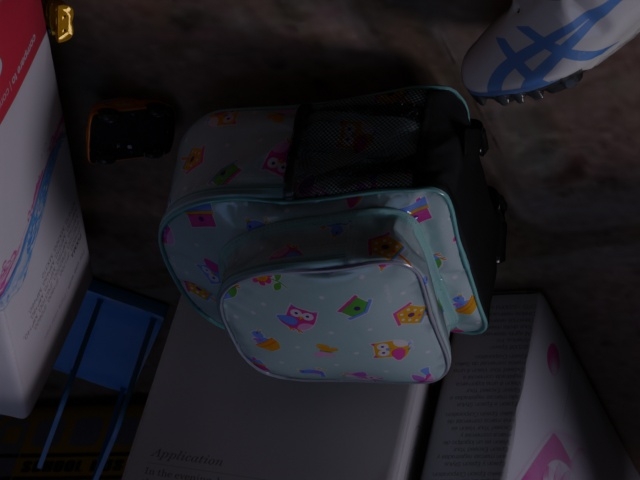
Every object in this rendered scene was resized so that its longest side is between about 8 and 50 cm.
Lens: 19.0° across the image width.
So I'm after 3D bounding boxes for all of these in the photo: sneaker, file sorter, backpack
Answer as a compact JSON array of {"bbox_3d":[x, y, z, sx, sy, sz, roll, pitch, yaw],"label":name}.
[{"bbox_3d":[0.144,-0.139,0.942,0.086,0.085,0.237,52,140,-4],"label":"sneaker"},{"bbox_3d":[-0.212,0.086,1.341,0.170,0.104,0.118,20,143,-6],"label":"file sorter"},{"bbox_3d":[0.000,0.000,1.119,0.188,0.144,0.166,4,148,20],"label":"backpack"}]

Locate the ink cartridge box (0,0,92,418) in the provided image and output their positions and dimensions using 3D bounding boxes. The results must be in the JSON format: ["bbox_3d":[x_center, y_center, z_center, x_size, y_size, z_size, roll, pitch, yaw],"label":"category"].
[{"bbox_3d":[-0.273,-0.046,1.141,0.226,0.131,0.306,10,140,12],"label":"ink cartridge box"}]

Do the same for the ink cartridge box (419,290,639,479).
[{"bbox_3d":[0.144,0.257,1.247,0.071,0.330,0.324,-5,140,26],"label":"ink cartridge box"}]

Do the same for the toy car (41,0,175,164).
[{"bbox_3d":[-0.126,-0.100,1.134,0.040,0.060,0.122,41,150,50],"label":"toy car"}]

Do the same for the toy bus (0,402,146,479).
[{"bbox_3d":[-0.257,0.205,1.493,0.333,0.130,0.108,-5,141,25],"label":"toy bus"}]

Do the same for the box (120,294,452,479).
[{"bbox_3d":[-0.027,0.196,1.213,0.168,0.345,0.215,8,143,12],"label":"box"}]
